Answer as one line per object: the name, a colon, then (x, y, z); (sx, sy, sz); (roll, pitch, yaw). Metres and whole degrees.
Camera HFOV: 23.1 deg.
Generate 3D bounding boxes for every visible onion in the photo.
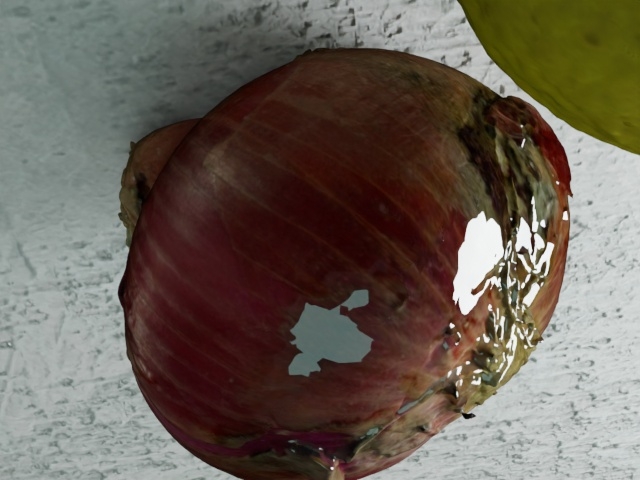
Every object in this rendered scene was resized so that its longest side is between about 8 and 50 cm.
onion: (0.022, 0.025, 1.129); (0.353, 0.354, 0.353); (-5, 143, -3)

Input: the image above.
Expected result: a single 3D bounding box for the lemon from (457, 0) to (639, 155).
lemon: (0.239, -0.201, 0.823); (0.387, 0.350, 0.350); (27, 132, -25)
